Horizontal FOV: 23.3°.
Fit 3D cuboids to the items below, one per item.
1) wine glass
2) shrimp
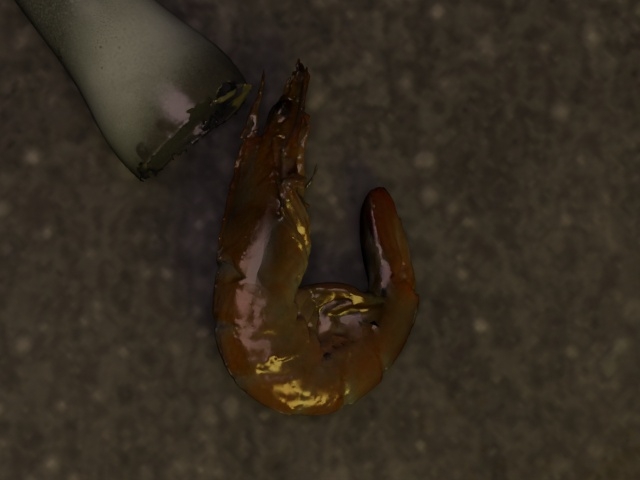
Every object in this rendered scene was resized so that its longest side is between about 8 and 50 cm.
[{"bbox_3d":[-0.105,-0.106,0.698,0.072,0.072,0.155,-40,86,-7],"label":"wine glass"},{"bbox_3d":[0.002,-0.001,0.703,0.095,0.045,0.162,7,81,-2],"label":"shrimp"}]
